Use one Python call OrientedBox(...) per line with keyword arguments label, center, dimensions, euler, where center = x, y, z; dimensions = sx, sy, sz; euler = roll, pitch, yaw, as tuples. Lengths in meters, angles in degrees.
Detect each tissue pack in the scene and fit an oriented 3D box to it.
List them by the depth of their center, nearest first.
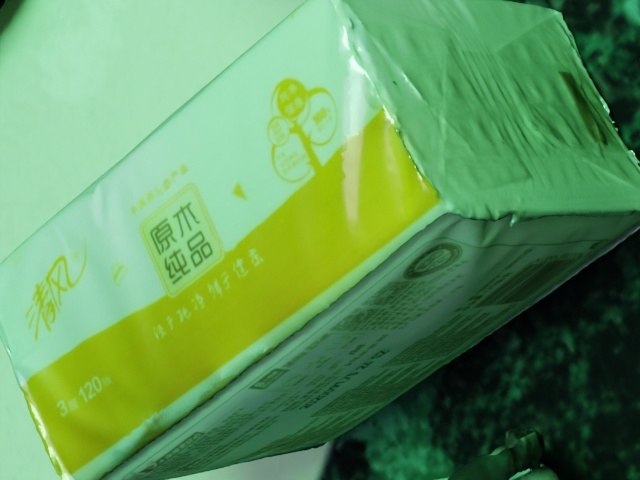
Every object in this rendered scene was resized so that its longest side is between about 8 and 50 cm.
OrientedBox(label="tissue pack", center=(0.000, 0.000, 0.805), dimensions=(0.225, 0.185, 0.124), euler=(-38, 68, 31))

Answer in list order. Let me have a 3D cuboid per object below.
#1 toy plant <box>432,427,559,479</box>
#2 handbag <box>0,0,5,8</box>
OrientedBox(label="toy plant", center=(0.058, 0.270, 0.758), dimensions=(0.247, 0.247, 0.332), euler=(-32, 78, 34))
OrientedBox(label="handbag", center=(-0.297, -0.217, 0.999), dimensions=(0.253, 0.093, 0.308), euler=(-30, 109, 34))
